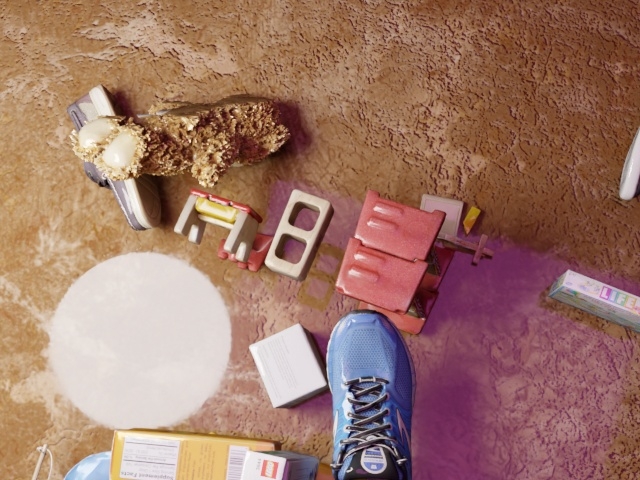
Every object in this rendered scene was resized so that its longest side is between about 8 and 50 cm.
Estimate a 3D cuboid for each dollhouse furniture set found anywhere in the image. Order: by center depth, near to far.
[{"bbox_3d":[0.000,0.000,1.093,0.374,0.201,0.152,19,80,16],"label":"dollhouse furniture set"}]

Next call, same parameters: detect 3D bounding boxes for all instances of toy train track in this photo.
[{"bbox_3d":[0.237,0.007,1.146,0.083,0.014,0.048,20,95,0],"label":"toy train track"}]

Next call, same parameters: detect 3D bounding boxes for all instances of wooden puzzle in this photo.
[{"bbox_3d":[0.195,-0.037,1.169,0.116,0.014,0.079,19,75,10],"label":"wooden puzzle"}]

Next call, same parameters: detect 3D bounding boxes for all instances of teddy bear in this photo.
[{"bbox_3d":[-0.215,-0.152,1.130,0.245,0.338,0.113,14,116,30],"label":"teddy bear"}]

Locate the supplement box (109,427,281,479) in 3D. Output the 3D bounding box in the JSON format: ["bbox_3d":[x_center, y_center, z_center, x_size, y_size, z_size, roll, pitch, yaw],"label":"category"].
[{"bbox_3d":[-0.178,0.317,1.036,0.233,0.078,0.080,5,78,7],"label":"supplement box"}]

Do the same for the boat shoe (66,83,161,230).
[{"bbox_3d":[-0.351,-0.130,1.207,0.092,0.103,0.285,-27,72,4],"label":"boat shoe"}]

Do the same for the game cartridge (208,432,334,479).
[{"bbox_3d":[-0.066,0.459,1.048,0.323,0.053,0.285,14,76,6],"label":"game cartridge"}]

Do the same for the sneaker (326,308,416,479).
[{"bbox_3d":[0.076,0.257,0.962,0.129,0.147,0.330,-6,90,1],"label":"sneaker"}]

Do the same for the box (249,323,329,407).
[{"bbox_3d":[-0.043,0.193,1.093,0.087,0.102,0.101,-25,75,2],"label":"box"}]

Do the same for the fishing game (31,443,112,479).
[{"bbox_3d":[-0.319,0.418,1.092,0.264,0.041,0.189,12,76,-6],"label":"fishing game"}]

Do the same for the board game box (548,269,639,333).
[{"bbox_3d":[0.427,0.093,1.067,0.154,0.103,0.026,22,80,10],"label":"board game box"}]

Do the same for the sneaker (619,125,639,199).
[{"bbox_3d":[0.577,-0.174,1.113,0.147,0.104,0.296,26,76,16],"label":"sneaker"}]

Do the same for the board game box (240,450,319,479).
[{"bbox_3d":[-0.059,0.363,0.894,0.053,0.305,0.193,9,75,9],"label":"board game box"}]
